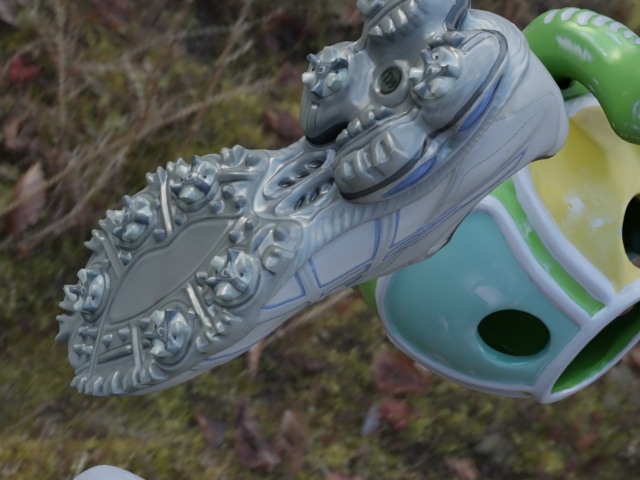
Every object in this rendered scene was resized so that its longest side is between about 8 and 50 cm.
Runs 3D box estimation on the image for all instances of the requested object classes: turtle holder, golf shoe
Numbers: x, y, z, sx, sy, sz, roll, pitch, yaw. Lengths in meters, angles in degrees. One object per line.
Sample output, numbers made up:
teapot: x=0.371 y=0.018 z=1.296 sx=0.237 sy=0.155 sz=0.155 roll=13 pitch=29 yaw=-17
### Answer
turtle holder: x=0.169 y=-0.026 z=1.295 sx=0.227 sy=0.320 sz=0.243 roll=52 pitch=18 yaw=22
golf shoe: x=0.000 y=0.000 z=0.520 sx=0.086 sy=0.176 sz=0.069 roll=27 pitch=35 yaw=-47

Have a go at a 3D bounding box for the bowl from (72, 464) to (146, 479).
bowl: x=-0.102 y=0.206 z=0.901 sx=0.142 sy=0.053 sz=0.142 roll=39 pitch=86 yaw=-20
